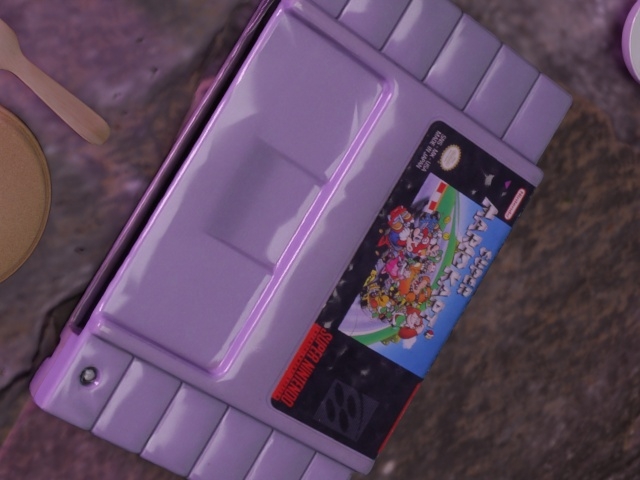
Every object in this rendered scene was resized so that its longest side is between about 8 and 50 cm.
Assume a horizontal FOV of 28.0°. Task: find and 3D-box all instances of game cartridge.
[{"bbox_3d":[0.000,0.000,0.842,0.230,0.068,0.355,31,88,-23],"label":"game cartridge"}]

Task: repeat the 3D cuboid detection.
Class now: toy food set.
[{"bbox_3d":[-0.221,-0.029,0.751,0.132,0.038,0.192,43,77,-33],"label":"toy food set"}]

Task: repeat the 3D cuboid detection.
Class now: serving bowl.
[{"bbox_3d":[0.251,-0.147,0.935,0.083,0.027,0.083,-5,103,-23],"label":"serving bowl"}]
